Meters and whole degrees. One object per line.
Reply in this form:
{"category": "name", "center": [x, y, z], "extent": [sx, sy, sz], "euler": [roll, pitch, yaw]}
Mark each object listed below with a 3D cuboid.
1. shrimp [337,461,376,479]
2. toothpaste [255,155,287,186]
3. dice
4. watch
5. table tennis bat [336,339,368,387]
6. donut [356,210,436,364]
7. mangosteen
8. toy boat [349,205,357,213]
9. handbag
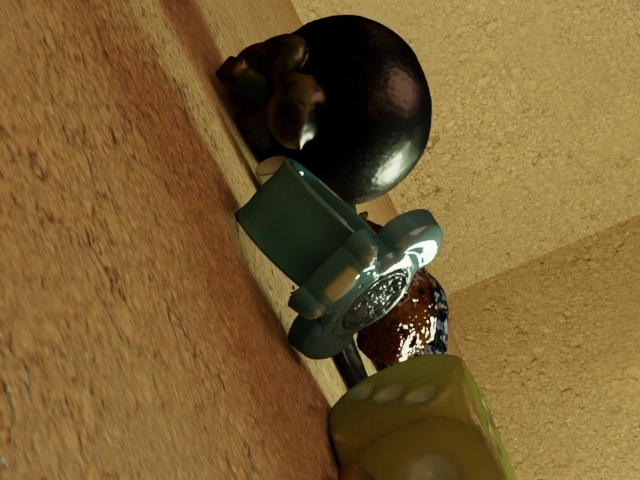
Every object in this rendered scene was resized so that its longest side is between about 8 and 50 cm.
{"category": "shrimp", "center": [0.098, 0.366, 1.361], "extent": [0.317, 0.077, 0.168], "euler": [63, 4, -1]}
{"category": "toothpaste", "center": [-0.034, -0.020, 1.770], "extent": [0.071, 0.045, 0.193], "euler": [-116, -176, -60]}
{"category": "dice", "center": [0.116, 0.237, 1.517], "extent": [0.169, 0.166, 0.169], "euler": [-90, 156, -74]}
{"category": "watch", "center": [0.000, 0.000, 1.489], "extent": [0.193, 0.211, 0.211], "euler": [47, -2, 26]}
{"category": "table tennis bat", "center": [0.044, 0.175, 1.790], "extent": [0.236, 0.027, 0.150], "euler": [68, 7, 30]}
{"category": "donut", "center": [0.090, 0.076, 1.993], "extent": [0.126, 0.144, 0.186], "euler": [-46, 144, -43]}
{"category": "mangosteen", "center": [-0.004, -0.183, 1.807], "extent": [0.302, 0.275, 0.275], "euler": [15, 40, -32]}
{"category": "toy boat", "center": [-0.002, -0.087, 2.096], "extent": [0.085, 0.078, 0.260], "euler": [26, 33, -40]}
{"category": "handbag", "center": [0.145, 0.147, 2.185], "extent": [0.229, 0.127, 0.207], "euler": [37, 43, -64]}
